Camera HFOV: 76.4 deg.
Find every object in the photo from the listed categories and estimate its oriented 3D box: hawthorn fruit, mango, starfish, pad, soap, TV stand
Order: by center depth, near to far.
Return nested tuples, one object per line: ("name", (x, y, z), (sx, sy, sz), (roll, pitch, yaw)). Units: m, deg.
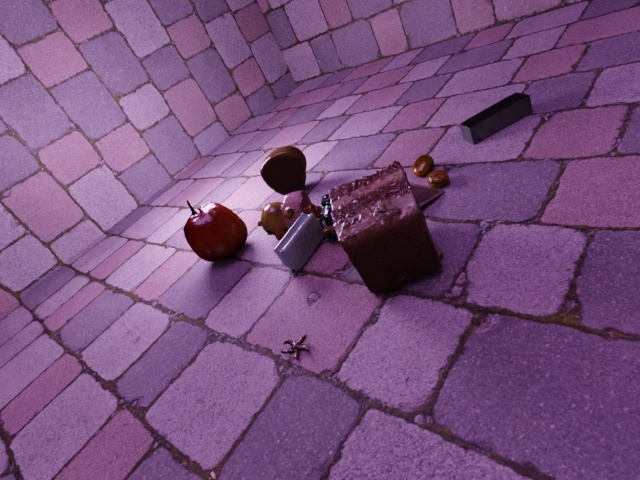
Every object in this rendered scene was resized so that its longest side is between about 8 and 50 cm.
("starfish", (-0.067, 0.301, 1.163), (0.091, 0.028, 0.078), (3, 49, 38))
("soap", (-0.074, 0.006, 1.502), (0.066, 0.119, 0.198), (5, 48, 41))
("pad", (0.317, -0.175, 1.540), (0.176, 0.002, 0.266), (-30, 29, -22))
("mango", (0.411, -0.298, 1.627), (0.078, 0.057, 0.114), (0, 50, 34))
("TV stand", (0.707, -0.494, 1.646), (0.269, 0.083, 0.088), (-30, 32, 1))
("hawthorn fruit", (-0.473, -0.059, 1.761), (0.254, 0.300, 0.254), (-24, 31, 15))

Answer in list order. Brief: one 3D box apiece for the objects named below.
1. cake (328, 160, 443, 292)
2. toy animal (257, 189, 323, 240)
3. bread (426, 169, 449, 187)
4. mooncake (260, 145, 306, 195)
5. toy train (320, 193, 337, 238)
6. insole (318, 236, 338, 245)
("cake", (0.191, -0.041, 1.210), (0.255, 0.282, 0.290), (-26, 33, 11))
("toy animal", (-0.139, -0.103, 1.688), (0.281, 0.169, 0.195), (-24, -12, 19))
("bread", (0.435, -0.229, 1.509), (0.080, 0.046, 0.083), (-3, 34, 27))
("mooncake", (-0.177, -0.339, 1.976), (0.234, 0.235, 0.117), (-20, 32, 15))
("toy train", (0.048, -0.097, 1.538), (0.091, 0.136, 0.228), (-17, 24, 15))
("insole", (0.000, 0.000, 1.571), (0.193, 0.006, 0.065), (-18, 32, 16))
